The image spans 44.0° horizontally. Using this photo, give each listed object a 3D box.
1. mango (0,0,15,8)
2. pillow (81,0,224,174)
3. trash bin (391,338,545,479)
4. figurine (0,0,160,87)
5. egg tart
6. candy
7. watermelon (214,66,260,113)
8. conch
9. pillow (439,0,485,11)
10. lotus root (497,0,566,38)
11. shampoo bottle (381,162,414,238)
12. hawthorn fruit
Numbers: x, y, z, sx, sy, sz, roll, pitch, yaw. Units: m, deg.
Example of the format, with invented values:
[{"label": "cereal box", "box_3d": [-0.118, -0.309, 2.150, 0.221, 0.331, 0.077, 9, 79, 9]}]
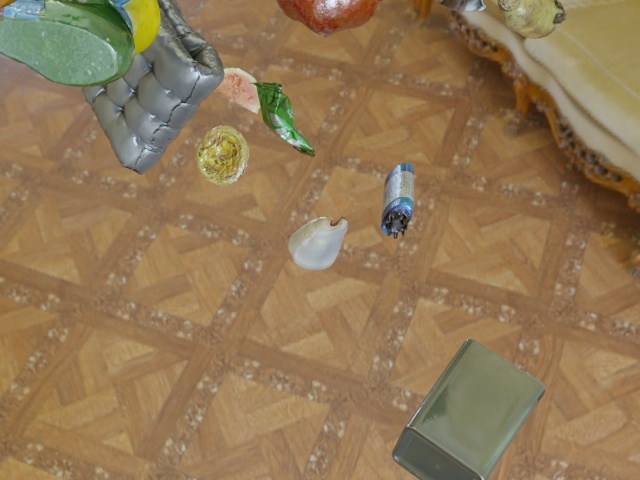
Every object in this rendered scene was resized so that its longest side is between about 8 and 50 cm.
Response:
[{"label": "mango", "box_3d": [-0.264, -0.274, 0.622, 0.138, 0.187, 0.257, 16, 21, 10]}, {"label": "pillow", "box_3d": [-0.285, -0.294, 1.211, 0.101, 0.228, 0.326, 2, 51, -48]}, {"label": "trash bin", "box_3d": [0.246, 0.305, 1.341, 0.164, 0.122, 0.240, 34, 44, 18]}, {"label": "figurine", "box_3d": [-0.297, -0.277, 0.977, 0.185, 0.127, 0.234, 9, 41, -7]}, {"label": "egg tart", "box_3d": [-0.202, -0.177, 1.682, 0.129, 0.049, 0.128, 0, 89, 20]}, {"label": "candy", "box_3d": [-0.090, -0.283, 1.861, 0.078, 0.203, 0.141, -31, 30, 0]}, {"label": "watermelon", "box_3d": [-0.222, -0.397, 2.039, 0.069, 0.163, 0.087, 22, 87, 60]}, {"label": "conch", "box_3d": [-0.001, -0.010, 1.508, 0.104, 0.176, 0.094, 7, 47, -15]}, {"label": "pillow", "box_3d": [0.290, -0.493, 1.577, 0.091, 0.135, 0.055, -19, 85, 2]}, {"label": "lotus root", "box_3d": [0.442, -0.494, 1.692, 0.097, 0.110, 0.258, -17, -7, 36]}, {"label": "shampoo bottle", "box_3d": [0.154, -0.075, 1.575, 0.050, 0.087, 0.183, 27, 37, -13]}, {"label": "hawthorn fruit", "box_3d": [0.014, -0.456, 1.330, 0.185, 0.202, 0.185, 2, 38, -2]}]
